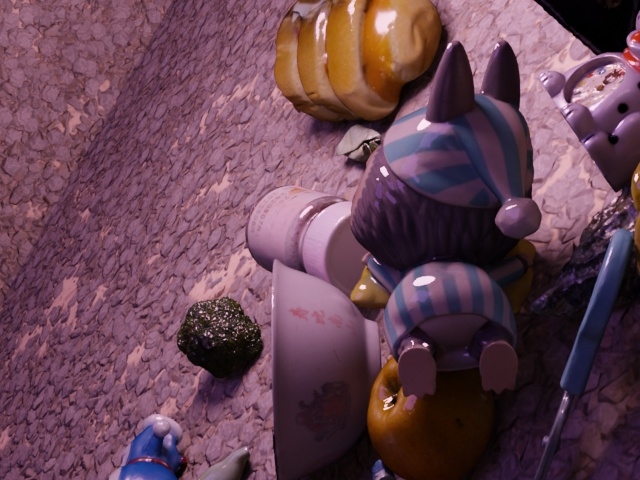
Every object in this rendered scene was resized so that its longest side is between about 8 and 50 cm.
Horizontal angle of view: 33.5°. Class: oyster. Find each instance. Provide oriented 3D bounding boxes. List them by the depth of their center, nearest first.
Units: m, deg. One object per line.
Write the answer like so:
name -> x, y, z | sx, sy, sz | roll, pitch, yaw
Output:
oyster -> 0.393, -0.007, 1.355 | 0.252, 0.087, 0.199 | -18, 54, 33

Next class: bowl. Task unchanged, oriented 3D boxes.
bowl -> 0.011, 0.194, 1.574 | 0.157, 0.345, 0.345 | -3, 47, 0

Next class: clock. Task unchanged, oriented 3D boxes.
clock -> 0.435, -0.205, 1.376 | 0.254, 0.189, 0.189 | -38, 36, 19

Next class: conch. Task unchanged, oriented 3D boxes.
conch -> -0.174, 0.416, 1.793 | 0.065, 0.088, 0.180 | 41, 92, 15

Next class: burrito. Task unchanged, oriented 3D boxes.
burrito -> 0.076, -0.174, 1.954 | 0.074, 0.044, 0.118 | -55, 29, -1

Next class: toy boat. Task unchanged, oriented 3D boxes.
toy boat -> 0.098, 0.357, 1.421 | 0.034, 0.105, 0.149 | -20, 32, -2

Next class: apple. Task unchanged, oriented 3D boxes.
apple -> 0.142, 0.228, 1.410 | 0.182, 0.155, 0.182 | -31, 42, 33

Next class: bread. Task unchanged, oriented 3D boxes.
bread -> 0.062, -0.378, 2.000 | 0.341, 0.210, 0.300 | 20, 82, 57

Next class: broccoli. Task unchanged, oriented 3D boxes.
broccoli -> -0.191, 0.177, 1.948 | 0.162, 0.146, 0.138 | -32, -1, 16

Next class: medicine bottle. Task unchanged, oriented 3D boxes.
medicine bottle -> 0.000, 0.000, 1.797 | 0.273, 0.165, 0.165 | 16, 77, 57

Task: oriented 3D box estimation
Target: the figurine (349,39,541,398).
figurine -> 0.149, -0.060, 1.349 | 0.266, 0.378, 0.361 | -7, 32, 4

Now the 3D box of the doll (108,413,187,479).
doll -> -0.315, 0.429, 1.877 | 0.257, 0.161, 0.215 | -93, 16, -59

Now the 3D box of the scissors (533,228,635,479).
scissors -> 0.284, 0.201, 1.244 | 0.192, 0.029, 0.447 | -15, -57, -73

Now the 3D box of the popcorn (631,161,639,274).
popcorn -> 0.495, -0.045, 1.100 | 0.334, 0.293, 0.292 | 132, 120, -74

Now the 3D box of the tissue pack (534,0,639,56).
tissue pack -> 0.397, -0.391, 1.421 | 0.245, 0.332, 0.123 | -45, 25, 23
